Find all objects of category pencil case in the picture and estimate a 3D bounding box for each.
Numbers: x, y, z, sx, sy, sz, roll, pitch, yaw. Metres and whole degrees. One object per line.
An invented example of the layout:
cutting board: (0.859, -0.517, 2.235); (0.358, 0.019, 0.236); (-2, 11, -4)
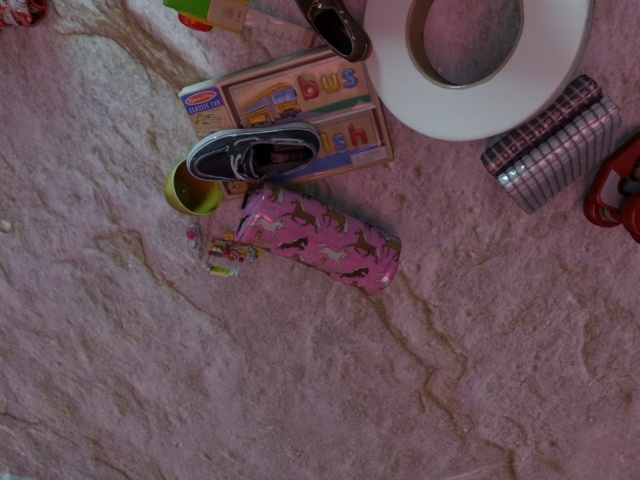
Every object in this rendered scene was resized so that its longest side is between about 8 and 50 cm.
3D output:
pencil case: (0.000, 0.000, 1.206); (0.385, 0.167, 0.160); (22, 80, -19)

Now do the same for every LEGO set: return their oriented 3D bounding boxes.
LEGO set: (-0.191, 0.020, 1.295); (0.286, 0.107, 0.132); (-6, 121, 10)

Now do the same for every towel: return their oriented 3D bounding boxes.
towel: (0.451, -0.180, 1.027); (0.235, 0.283, 0.121); (-41, 69, 20)

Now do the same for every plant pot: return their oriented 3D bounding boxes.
plant pot: (-0.309, -0.116, 1.221); (0.095, 0.134, 0.134); (-11, 124, 42)

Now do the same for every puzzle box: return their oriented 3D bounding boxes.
puzzle box: (-0.066, -0.252, 1.137); (0.408, 0.052, 0.272); (-13, 122, 13)

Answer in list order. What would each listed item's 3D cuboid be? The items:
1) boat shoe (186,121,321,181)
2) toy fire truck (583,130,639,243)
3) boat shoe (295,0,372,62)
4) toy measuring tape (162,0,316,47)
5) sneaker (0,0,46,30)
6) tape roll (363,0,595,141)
boat shoe: (-0.147, -0.171, 1.105); (0.300, 0.102, 0.108); (-7, 124, 9)
toy fire truck: (0.729, -0.116, 1.106); (0.302, 0.169, 0.254); (21, 98, -9)
boat shoe: (0.013, -0.416, 0.974); (0.207, 0.073, 0.073); (49, 128, 10)
toy measuring tape: (-0.169, -0.453, 1.019); (0.329, 0.121, 0.121); (7, 126, -26)
sneaker: (-0.650, -0.451, 1.054); (0.145, 0.090, 0.270); (33, 117, -12)
tape roll: (0.256, -0.368, 0.910); (0.391, 0.072, 0.393); (10, 108, 33)
